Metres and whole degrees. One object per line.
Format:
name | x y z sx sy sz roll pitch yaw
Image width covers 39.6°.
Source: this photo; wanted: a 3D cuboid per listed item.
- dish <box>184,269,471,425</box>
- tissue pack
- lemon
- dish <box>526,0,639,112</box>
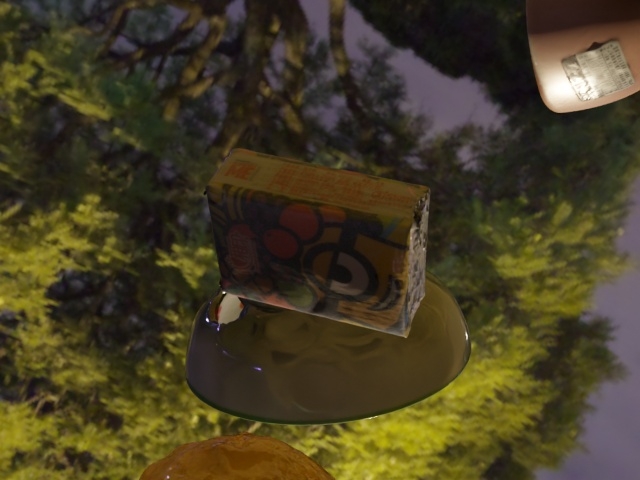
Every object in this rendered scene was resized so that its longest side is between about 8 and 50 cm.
dish | 0.002 0.071 0.991 0.324 0.124 0.324 -5 -162 2
tissue pack | 0.000 0.000 0.353 0.083 0.063 0.035 14 -134 17
lemon | -0.039 0.148 0.380 0.114 0.155 0.114 7 -136 -7
dish | 0.207 -0.190 0.607 0.090 0.213 0.213 6 -170 25
